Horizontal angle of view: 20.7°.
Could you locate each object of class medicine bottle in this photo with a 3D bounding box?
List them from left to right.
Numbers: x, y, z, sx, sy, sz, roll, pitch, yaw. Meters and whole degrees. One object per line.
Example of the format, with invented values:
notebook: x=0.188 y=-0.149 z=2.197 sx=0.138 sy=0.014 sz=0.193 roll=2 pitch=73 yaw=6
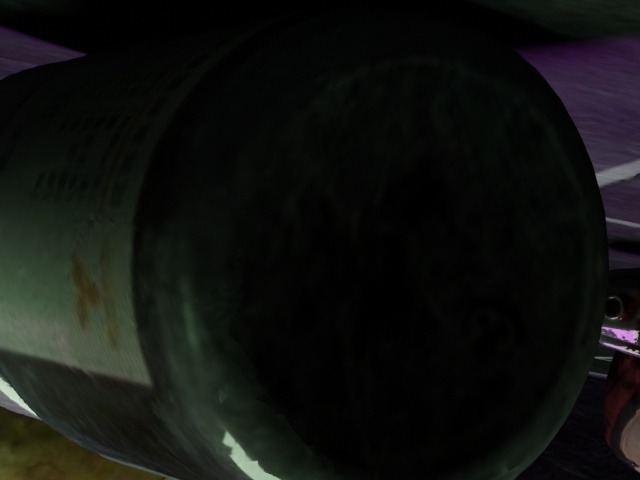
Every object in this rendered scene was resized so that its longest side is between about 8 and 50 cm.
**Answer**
medicine bottle: x=-0.040 y=0.004 z=0.631 sx=0.165 sy=0.165 sz=0.273 roll=14 pitch=176 yaw=-32

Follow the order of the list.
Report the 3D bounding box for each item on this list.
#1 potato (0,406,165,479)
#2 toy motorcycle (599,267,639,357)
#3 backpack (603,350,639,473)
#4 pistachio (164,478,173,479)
potato: x=-0.187 y=0.085 z=1.117 sx=0.237 sy=0.289 sz=0.301 roll=28 pitch=168 yaw=-10
toy motorcycle: x=0.237 y=0.051 z=1.026 sx=0.213 sy=0.082 sz=0.122 roll=5 pitch=174 yaw=36
backpack: x=0.332 y=0.119 z=1.350 sx=0.229 sy=0.139 sz=0.229 roll=12 pitch=157 yaw=5
pistachio: x=-0.140 y=0.101 z=1.363 sx=0.229 sy=0.238 sz=0.321 roll=16 pitch=-144 yaw=-9
